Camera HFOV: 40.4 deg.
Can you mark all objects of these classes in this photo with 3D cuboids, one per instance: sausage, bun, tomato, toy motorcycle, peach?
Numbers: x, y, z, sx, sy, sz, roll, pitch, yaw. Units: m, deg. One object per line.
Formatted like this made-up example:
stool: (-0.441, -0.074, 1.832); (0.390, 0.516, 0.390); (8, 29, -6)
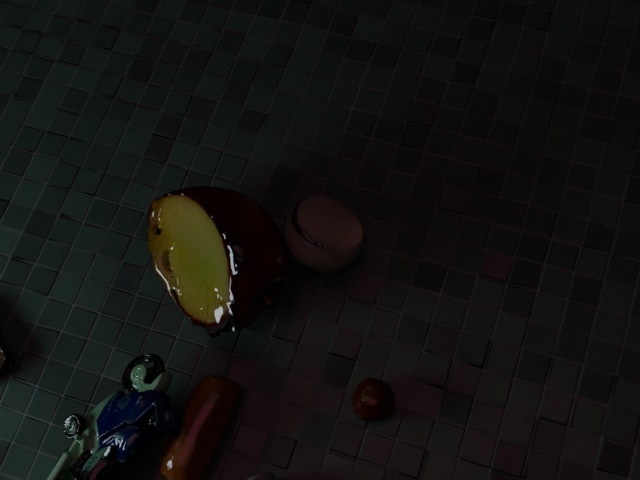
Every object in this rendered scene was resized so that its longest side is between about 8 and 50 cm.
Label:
sausage: (-0.241, 0.376, 1.719); (0.098, 0.098, 0.238); (20, 70, 14)
bun: (0.000, 0.000, 1.823); (0.173, 0.120, 0.173); (14, 42, -14)
tomato: (0.103, 0.312, 1.713); (0.087, 0.075, 0.087); (-3, 64, 7)
toy motorcycle: (-0.388, 0.381, 1.687); (0.196, 0.125, 0.331); (30, 80, 40)
peach: (-0.202, 0.022, 1.801); (0.362, 0.201, 0.257); (40, 121, 33)

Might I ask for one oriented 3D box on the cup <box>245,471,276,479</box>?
cup: (-0.122, 0.526, 1.640); (0.136, 0.099, 0.133); (-27, 69, -6)

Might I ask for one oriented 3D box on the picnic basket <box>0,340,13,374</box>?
picnic basket: (-0.738, 0.220, 1.855); (0.110, 0.055, 0.193); (-36, 69, -7)
